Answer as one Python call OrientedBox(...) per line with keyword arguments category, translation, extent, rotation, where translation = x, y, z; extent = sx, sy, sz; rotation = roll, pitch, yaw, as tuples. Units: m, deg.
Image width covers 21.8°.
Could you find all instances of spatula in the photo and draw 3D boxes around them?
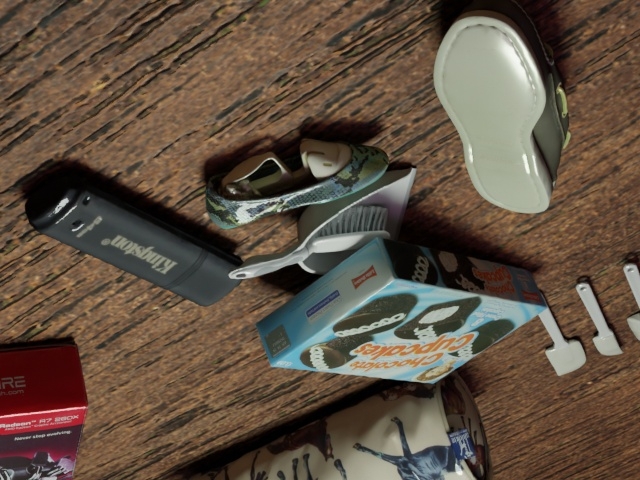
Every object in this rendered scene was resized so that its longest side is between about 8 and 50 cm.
OrientedBox(category="spatula", translation=(0.356, 0.097, 2.112), extent=(0.168, 0.019, 0.242), rotation=(-18, 147, 11))

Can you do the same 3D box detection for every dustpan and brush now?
OrientedBox(category="dustpan and brush", translation=(0.000, 0.000, 1.748), extent=(0.211, 0.060, 0.147), rotation=(-9, 147, -14))

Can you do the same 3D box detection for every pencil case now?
OrientedBox(category="pencil case", translation=(0.020, 0.319, 2.134), extent=(0.410, 0.184, 0.160), rotation=(-24, 148, 12))

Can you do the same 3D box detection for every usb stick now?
OrientedBox(category="usb stick", translation=(-0.181, 0.003, 1.682), extent=(0.077, 0.045, 0.278), rotation=(-32, 145, 23))

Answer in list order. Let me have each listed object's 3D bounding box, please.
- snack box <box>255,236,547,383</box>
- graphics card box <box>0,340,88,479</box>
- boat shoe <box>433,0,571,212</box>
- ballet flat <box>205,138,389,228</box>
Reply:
OrientedBox(category="snack box", translation=(0.098, 0.086, 1.887), extent=(0.187, 0.060, 0.322), rotation=(-36, 153, 28))
OrientedBox(category="graphics card box", translation=(-0.406, 0.259, 1.921), extent=(0.232, 0.094, 0.371), rotation=(-5, 147, -20))
OrientedBox(category="boat shoe", translation=(0.181, -0.142, 1.592), extent=(0.109, 0.091, 0.305), rotation=(14, 153, 21))
OrientedBox(category="ballet flat", translation=(-0.026, -0.065, 1.640), extent=(0.188, 0.070, 0.070), rotation=(-21, 148, -1))
